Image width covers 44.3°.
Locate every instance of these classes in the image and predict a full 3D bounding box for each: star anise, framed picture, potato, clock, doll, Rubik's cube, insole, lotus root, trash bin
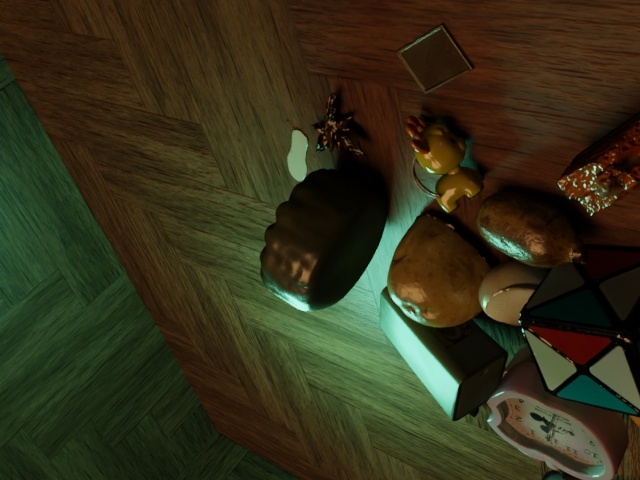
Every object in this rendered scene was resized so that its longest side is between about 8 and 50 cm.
[{"bbox_3d":[0.049,-0.254,1.887,0.157,0.053,0.212,44,148,1],"label":"star anise"},{"bbox_3d":[0.227,-0.363,1.581,0.109,0.011,0.149,51,149,-14],"label":"framed picture"},{"bbox_3d":[0.280,0.096,1.908,0.242,0.242,0.285,-6,128,52],"label":"potato"},{"bbox_3d":[0.568,0.439,1.893,0.339,0.102,0.338,30,151,19],"label":"clock"},{"bbox_3d":[0.254,-0.176,1.683,0.135,0.143,0.221,-32,111,30],"label":"doll"},{"bbox_3d":[0.590,0.179,1.603,0.250,0.246,0.248,5,133,47],"label":"Rubik's cube"},{"bbox_3d":[-0.061,-0.226,2.100,0.065,0.004,0.197,33,149,17],"label":"insole"},{"bbox_3d":[0.443,-0.017,1.642,0.260,0.128,0.145,31,148,37],"label":"lotus root"},{"bbox_3d":[0.303,0.267,2.051,0.343,0.158,0.223,47,156,33],"label":"trash bin"}]

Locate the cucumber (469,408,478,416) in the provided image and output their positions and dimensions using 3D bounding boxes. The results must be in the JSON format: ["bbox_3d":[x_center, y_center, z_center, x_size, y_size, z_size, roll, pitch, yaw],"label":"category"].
[{"bbox_3d":[0.398,0.433,2.349,0.211,0.062,0.078,42,-176,-10],"label":"cucumber"}]

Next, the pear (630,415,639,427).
[{"bbox_3d":[0.755,0.351,1.730,0.178,0.178,0.178,30,148,21],"label":"pear"}]

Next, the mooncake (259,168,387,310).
[{"bbox_3d":[0.000,0.000,1.972,0.194,0.356,0.356,32,148,23],"label":"mooncake"}]

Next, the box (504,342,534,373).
[{"bbox_3d":[0.607,0.331,1.913,0.194,0.111,0.260,46,149,-5],"label":"box"}]

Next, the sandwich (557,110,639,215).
[{"bbox_3d":[0.518,-0.137,1.353,0.109,0.212,0.292,56,164,7],"label":"sandwich"}]

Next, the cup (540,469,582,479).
[{"bbox_3d":[0.778,0.761,2.203,0.288,0.203,0.203,-9,122,47],"label":"cup"}]

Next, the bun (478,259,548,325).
[{"bbox_3d":[0.448,0.106,1.803,0.173,0.119,0.172,3,142,2],"label":"bun"}]
